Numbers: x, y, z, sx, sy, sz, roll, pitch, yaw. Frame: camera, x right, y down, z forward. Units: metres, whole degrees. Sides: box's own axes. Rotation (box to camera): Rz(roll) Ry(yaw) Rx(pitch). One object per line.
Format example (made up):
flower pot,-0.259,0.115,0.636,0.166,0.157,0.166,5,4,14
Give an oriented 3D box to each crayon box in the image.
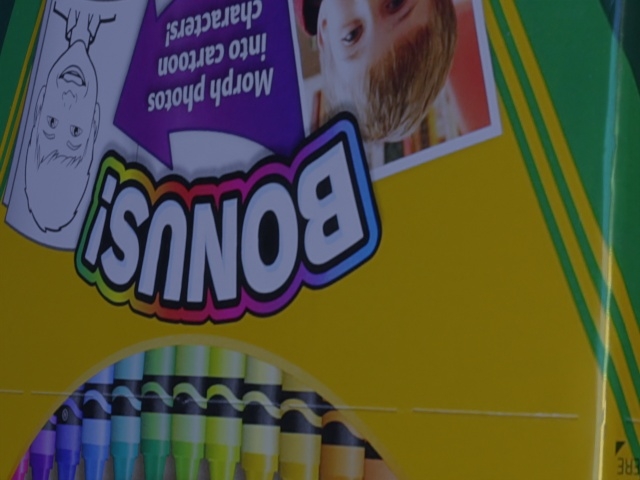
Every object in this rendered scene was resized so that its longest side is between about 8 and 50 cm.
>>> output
crayon box,0.000,0.000,0.617,0.363,0.106,0.313,-5,79,53
